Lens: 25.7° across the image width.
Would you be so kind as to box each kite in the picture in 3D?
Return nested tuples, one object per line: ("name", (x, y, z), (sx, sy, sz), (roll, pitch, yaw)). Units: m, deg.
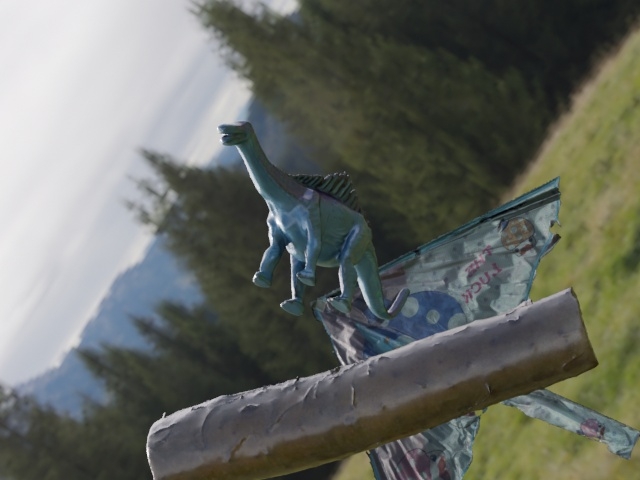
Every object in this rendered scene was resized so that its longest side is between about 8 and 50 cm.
("kite", (0.132, 0.124, 1.316), (0.014, 0.368, 0.406), (12, -82, -56))

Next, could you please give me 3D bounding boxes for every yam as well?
("yam", (0.015, 0.050, 0.443), (0.145, 0.032, 0.032), (-20, 14, 14))

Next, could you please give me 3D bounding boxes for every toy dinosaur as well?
("toy dinosaur", (0.000, 0.000, 0.757), (0.045, 0.197, 0.080), (-9, 57, 31))
